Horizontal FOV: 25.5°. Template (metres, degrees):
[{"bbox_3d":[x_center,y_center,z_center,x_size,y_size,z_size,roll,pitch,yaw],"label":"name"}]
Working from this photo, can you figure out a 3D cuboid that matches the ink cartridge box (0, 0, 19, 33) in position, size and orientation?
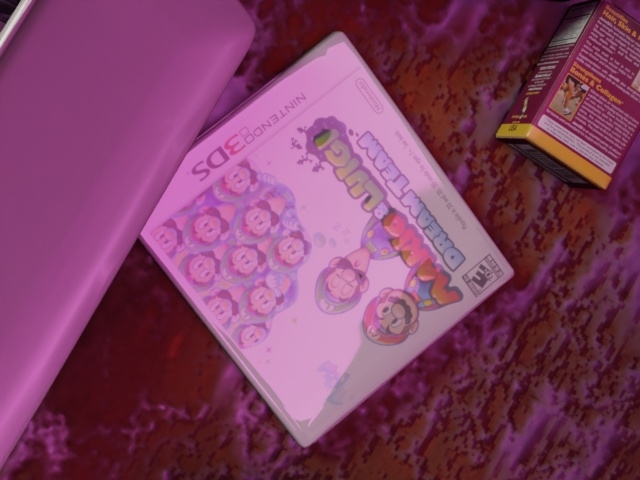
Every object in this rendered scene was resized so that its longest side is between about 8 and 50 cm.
[{"bbox_3d":[-0.201,-0.103,0.571,0.087,0.153,0.208,15,90,26],"label":"ink cartridge box"}]

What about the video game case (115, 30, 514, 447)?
[{"bbox_3d":[0.000,0.000,0.709,0.143,0.019,0.157,-39,103,-10],"label":"video game case"}]

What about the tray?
[{"bbox_3d":[-0.129,-0.019,0.611,0.030,0.145,0.270,24,79,28],"label":"tray"}]

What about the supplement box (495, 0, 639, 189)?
[{"bbox_3d":[0.138,-0.075,0.730,0.055,0.043,0.083,32,86,-15],"label":"supplement box"}]
